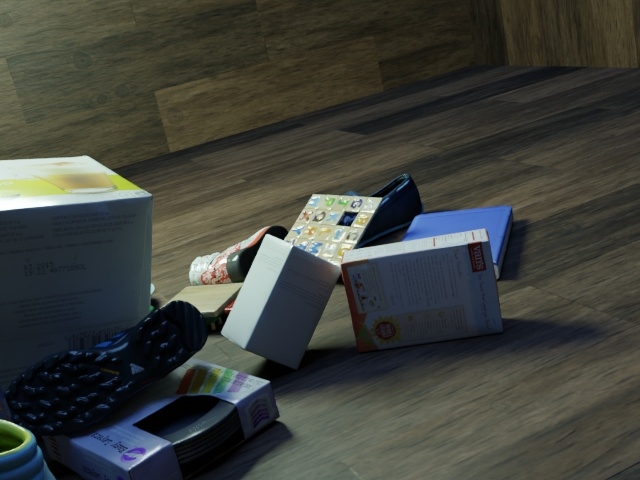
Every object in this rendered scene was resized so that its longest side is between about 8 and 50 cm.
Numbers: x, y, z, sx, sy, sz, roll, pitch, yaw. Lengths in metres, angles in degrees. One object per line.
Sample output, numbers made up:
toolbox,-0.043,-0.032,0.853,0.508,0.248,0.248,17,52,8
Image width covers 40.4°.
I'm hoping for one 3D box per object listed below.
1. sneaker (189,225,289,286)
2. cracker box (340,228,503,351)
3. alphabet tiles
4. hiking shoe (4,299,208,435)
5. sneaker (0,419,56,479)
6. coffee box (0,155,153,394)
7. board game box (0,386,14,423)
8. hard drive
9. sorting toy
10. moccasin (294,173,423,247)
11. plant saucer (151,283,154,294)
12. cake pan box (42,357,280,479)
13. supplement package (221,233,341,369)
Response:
sneaker,-0.169,0.039,1.826,0.145,0.090,0.270,-14,9,25
cracker box,0.160,0.079,1.369,0.232,0.156,0.067,-9,17,10
alphabet tiles,0.000,0.000,1.772,0.198,0.009,0.237,6,55,43
hiking shoe,-0.298,0.195,1.245,0.304,0.113,0.132,-24,-11,-14
sneaker,-0.457,0.302,1.008,0.319,0.208,0.127,-15,19,-6
coffee box,-0.487,0.063,1.398,0.337,0.338,0.334,-6,20,-31
board game box,-0.444,0.276,1.089,0.136,0.201,0.035,-12,17,-2
hard drive,0.260,0.007,1.715,0.210,0.040,0.319,-6,18,19
sorting toy,-0.215,0.129,1.651,0.274,0.046,0.132,-5,19,22
moccasin,0.071,-0.058,1.921,0.342,0.117,0.137,-24,21,-33
plant saucer,-0.432,0.137,1.788,0.195,0.037,0.195,-11,17,3
cake pan box,-0.227,0.257,1.231,0.245,0.070,0.267,-29,23,-36
supplement package,-0.063,0.097,1.392,0.105,0.179,0.105,27,-3,-30
